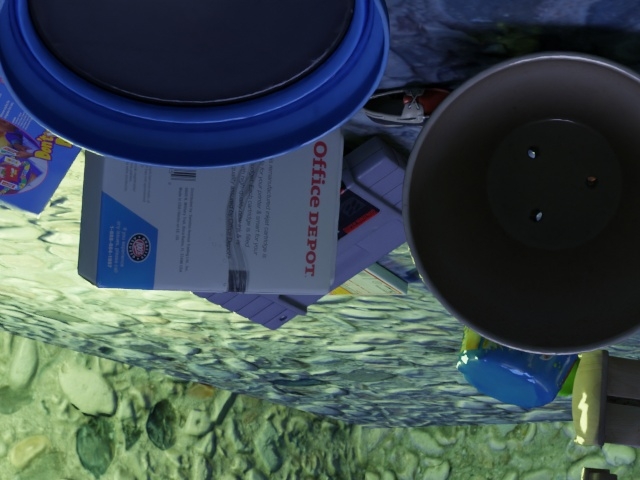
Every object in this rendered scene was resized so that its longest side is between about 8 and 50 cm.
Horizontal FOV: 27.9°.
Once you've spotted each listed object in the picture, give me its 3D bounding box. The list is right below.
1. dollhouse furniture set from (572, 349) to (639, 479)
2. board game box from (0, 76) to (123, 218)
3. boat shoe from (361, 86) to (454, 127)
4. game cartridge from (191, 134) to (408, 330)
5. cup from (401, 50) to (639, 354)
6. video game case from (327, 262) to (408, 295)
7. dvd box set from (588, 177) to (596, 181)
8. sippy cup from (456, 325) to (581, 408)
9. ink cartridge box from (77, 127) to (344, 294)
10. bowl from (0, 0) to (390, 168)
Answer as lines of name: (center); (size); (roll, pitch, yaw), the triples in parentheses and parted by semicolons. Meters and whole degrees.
dollhouse furniture set: (0.490, 0.222, 1.956); (0.303, 0.355, 0.174); (11, 169, -26)
board game box: (-0.387, -0.171, 1.528); (0.233, 0.078, 0.347); (21, 146, -19)
boat shoe: (0.111, -0.166, 1.577); (0.137, 0.049, 0.043); (-1, 160, 42)
game cartridge: (0.000, 0.000, 1.867); (0.355, 0.068, 0.230); (-34, 151, 18)
cup: (0.270, -0.055, 1.498); (0.331, 0.331, 0.237); (5, -171, 9)
video game case: (-0.003, 0.068, 2.453); (0.285, 0.025, 0.204); (-2, 161, 29)
dvd box set: (0.531, -0.037, 1.802); (0.308, 0.062, 0.420); (3, 163, 17)
sippy cup: (0.334, 0.142, 2.105); (0.305, 0.224, 0.240); (28, 155, -5)
ink cartridge box: (-0.141, -0.050, 1.644); (0.307, 0.223, 0.129); (3, -177, -22)
bowl: (-0.127, -0.211, 1.288); (0.391, 0.077, 0.391); (-3, 148, -2)
